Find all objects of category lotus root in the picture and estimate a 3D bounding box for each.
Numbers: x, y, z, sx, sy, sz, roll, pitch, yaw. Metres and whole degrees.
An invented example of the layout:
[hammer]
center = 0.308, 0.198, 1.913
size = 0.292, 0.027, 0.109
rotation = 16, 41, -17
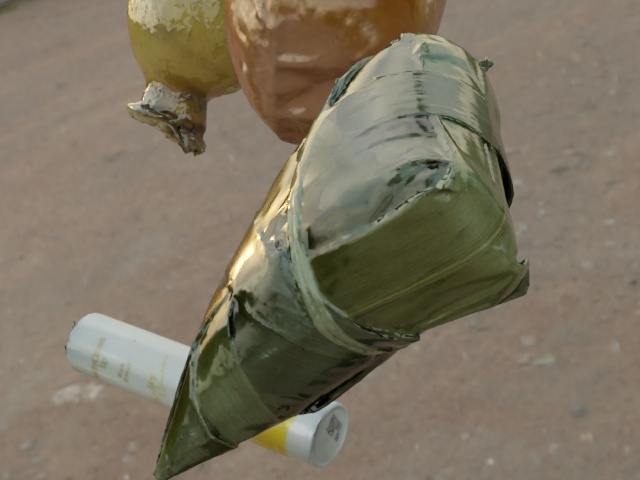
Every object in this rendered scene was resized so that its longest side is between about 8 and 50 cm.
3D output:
[lotus root]
center = -0.069, -0.220, 1.082
size = 0.303, 0.130, 0.146
rotation = -60, 11, -4

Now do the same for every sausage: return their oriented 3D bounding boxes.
[sausage]
center = 0.018, -0.148, 0.636
size = 0.105, 0.105, 0.274
rotation = -7, 38, 19

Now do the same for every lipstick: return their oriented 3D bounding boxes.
[lipstick]
center = -0.102, 0.125, 1.154
size = 0.264, 0.059, 0.059
rotation = 18, 34, 29

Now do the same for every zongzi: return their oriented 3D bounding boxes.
[zongzi]
center = 0.000, 0.000, 0.373
size = 0.119, 0.055, 0.109
rotation = -39, 22, 24
